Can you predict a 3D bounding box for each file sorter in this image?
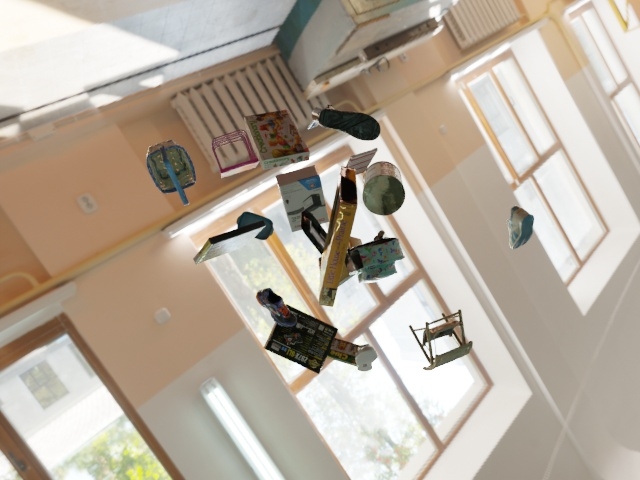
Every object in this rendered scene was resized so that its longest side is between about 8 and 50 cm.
[{"bbox_3d":[-0.461,-0.459,2.237,0.202,0.182,0.290,-20,-172,-11],"label":"file sorter"}]

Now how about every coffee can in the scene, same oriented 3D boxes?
[{"bbox_3d":[0.306,-0.260,2.068,0.201,0.201,0.275,-30,-163,18],"label":"coffee can"}]

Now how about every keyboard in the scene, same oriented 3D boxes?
[{"bbox_3d":[0.012,-0.577,1.991,0.100,0.038,0.192,-36,-176,-23],"label":"keyboard"}]

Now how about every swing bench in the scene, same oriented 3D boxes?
[{"bbox_3d":[0.643,0.525,2.213,0.253,0.255,0.165,-13,169,-27],"label":"swing bench"}]

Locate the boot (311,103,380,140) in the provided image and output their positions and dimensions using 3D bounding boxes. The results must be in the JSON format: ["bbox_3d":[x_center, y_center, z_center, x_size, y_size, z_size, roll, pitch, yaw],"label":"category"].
[{"bbox_3d":[0.093,-0.457,1.613,0.207,0.246,0.094,-107,-150,-69],"label":"boot"}]

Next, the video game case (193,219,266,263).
[{"bbox_3d":[-0.408,0.008,1.881,0.275,0.035,0.248,-22,171,-38],"label":"video game case"}]

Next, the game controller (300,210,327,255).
[{"bbox_3d":[0.000,0.000,2.038,0.067,0.319,0.166,-23,-147,26],"label":"game controller"}]

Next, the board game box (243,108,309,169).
[{"bbox_3d":[-0.182,-0.416,1.711,0.193,0.305,0.053,-15,142,-14],"label":"board game box"}]

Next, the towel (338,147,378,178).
[{"bbox_3d":[0.167,-0.349,1.917,0.144,0.029,0.197,-23,164,-24],"label":"towel"}]

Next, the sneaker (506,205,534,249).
[{"bbox_3d":[0.847,-0.053,1.804,0.087,0.229,0.092,-24,-132,-9],"label":"sneaker"}]

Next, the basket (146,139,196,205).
[{"bbox_3d":[-0.698,-0.332,1.979,0.201,0.255,0.289,-19,-134,-11],"label":"basket"}]

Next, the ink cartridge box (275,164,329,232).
[{"bbox_3d":[-0.092,-0.220,2.262,0.223,0.307,0.129,-16,-141,-4],"label":"ink cartridge box"}]

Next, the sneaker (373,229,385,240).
[{"bbox_3d":[0.281,-0.019,1.961,0.083,0.037,0.032,-49,-152,48],"label":"sneaker"}]

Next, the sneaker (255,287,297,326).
[{"bbox_3d":[-0.185,0.292,1.838,0.087,0.221,0.083,-40,-170,45],"label":"sneaker"}]

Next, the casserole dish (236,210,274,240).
[{"bbox_3d":[-0.317,-0.071,2.059,0.037,0.188,0.114,61,49,-88],"label":"casserole dish"}]

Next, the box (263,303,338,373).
[{"bbox_3d":[-0.100,0.515,2.216,0.257,0.322,0.079,-65,-172,-13],"label":"box"}]

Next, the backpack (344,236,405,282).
[{"bbox_3d":[0.254,0.085,1.902,0.253,0.191,0.225,-21,174,-11],"label":"backpack"}]

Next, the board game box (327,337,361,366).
[{"bbox_3d":[0.112,0.620,2.375,0.259,0.030,0.136,13,-138,14],"label":"board game box"}]

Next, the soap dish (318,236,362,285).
[{"bbox_3d":[0.116,0.122,2.359,0.291,0.118,0.229,-37,-150,19],"label":"soap dish"}]

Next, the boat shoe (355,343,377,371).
[{"bbox_3d":[0.226,0.572,2.128,0.108,0.102,0.301,-6,147,2],"label":"boat shoe"}]

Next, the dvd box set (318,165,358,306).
[{"bbox_3d":[0.060,-0.017,1.521,0.062,0.420,0.307,10,-148,-3],"label":"dvd box set"}]
